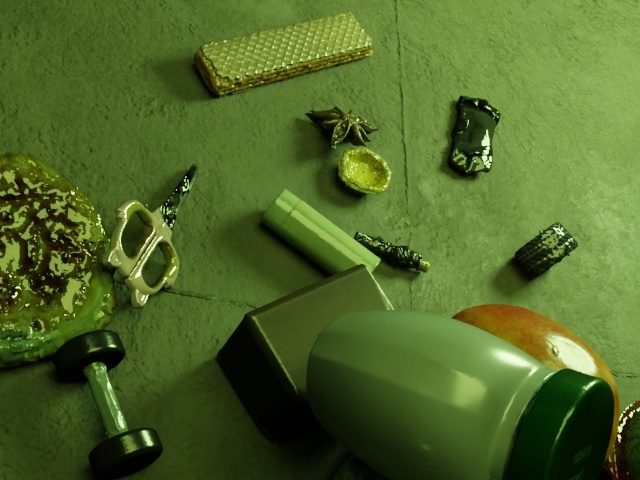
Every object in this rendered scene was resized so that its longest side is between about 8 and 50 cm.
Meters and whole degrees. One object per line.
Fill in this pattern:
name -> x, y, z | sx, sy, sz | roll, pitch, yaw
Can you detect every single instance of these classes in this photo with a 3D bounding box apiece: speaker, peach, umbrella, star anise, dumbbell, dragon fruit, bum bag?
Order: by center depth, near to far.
dumbbell -> -0.296, 0.227, 1.533 | 0.100, 0.100, 0.191 | -13, 65, -31
speaker -> -0.007, 0.168, 1.672 | 0.231, 0.153, 0.192 | -23, 72, -34
peach -> 0.299, 0.233, 1.697 | 0.289, 0.289, 0.308 | -5, 67, -28
dragon fruit -> 0.568, 0.389, 1.825 | 0.268, 0.130, 0.295 | 42, 51, -2
umbrella -> 0.121, 0.020, 1.900 | 0.144, 0.040, 0.037 | 21, 45, -14
star anise -> 0.053, -0.202, 1.997 | 0.129, 0.056, 0.124 | -6, 43, -32
bum bag -> 0.298, -0.206, 2.120 | 0.087, 0.049, 0.198 | 19, 54, -7

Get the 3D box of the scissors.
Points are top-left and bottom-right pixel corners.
scissors -> -0.248, -0.030, 1.731 | 0.160, 0.024, 0.317 | 59, 33, -27

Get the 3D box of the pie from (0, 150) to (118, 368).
pie -> -0.452, 0.017, 1.593 | 0.354, 0.103, 0.288 | 40, 58, 0

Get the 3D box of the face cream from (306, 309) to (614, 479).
face cream -> 0.173, 0.224, 1.431 | 0.357, 0.312, 0.219 | 18, 72, 33

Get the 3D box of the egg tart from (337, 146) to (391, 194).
egg tart -> 0.074, -0.118, 1.964 | 0.105, 0.039, 0.105 | 12, 55, -18

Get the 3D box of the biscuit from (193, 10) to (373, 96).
biscuit -> -0.058, -0.347, 2.038 | 0.378, 0.054, 0.094 | -20, 70, -33

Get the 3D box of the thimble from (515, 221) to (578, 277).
thimble -> 0.410, 0.017, 2.000 | 0.066, 0.095, 0.104 | 53, 39, 10

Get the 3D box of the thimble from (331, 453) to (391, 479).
thimble -> 0.108, 0.417, 1.518 | 0.250, 0.172, 0.205 | 31, 20, 17

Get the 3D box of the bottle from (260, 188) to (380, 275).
bottle -> 0.000, 0.000, 1.834 | 0.201, 0.072, 0.072 | 36, 52, 1
